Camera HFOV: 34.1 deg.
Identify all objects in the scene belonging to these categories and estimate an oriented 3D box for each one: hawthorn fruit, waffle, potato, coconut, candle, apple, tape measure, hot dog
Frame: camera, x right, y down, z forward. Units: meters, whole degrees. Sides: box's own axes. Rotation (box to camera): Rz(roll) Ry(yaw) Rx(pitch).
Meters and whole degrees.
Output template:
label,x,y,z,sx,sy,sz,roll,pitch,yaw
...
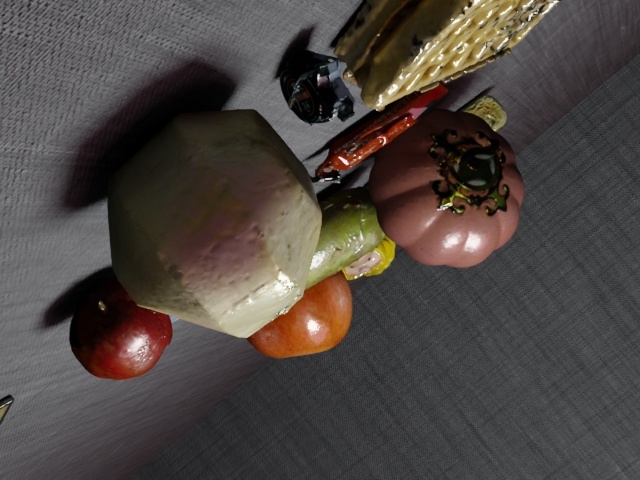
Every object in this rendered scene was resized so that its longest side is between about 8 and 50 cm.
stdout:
label,x,y,z,sx,sy,sz,roll,pitch,yaw
hawthorn fruit,-0.293,0.123,1.492,0.148,0.148,0.172,-37,162,-10
waffle,0.207,-0.314,1.352,0.376,0.114,0.261,-29,166,-46
potato,0.000,0.000,2.030,0.298,0.141,0.176,-29,156,-13
coconut,-0.124,-0.016,1.176,0.259,0.259,0.259,-37,171,-7
candle,0.095,-0.182,1.743,0.302,0.059,0.084,-37,159,-20
apple,-0.054,0.142,2.197,0.252,0.206,0.272,-26,-175,-31
tape measure,-0.007,-0.182,1.246,0.054,0.091,0.094,-32,-159,-26
hot dog,0.286,-0.219,2.219,0.242,0.084,0.073,-36,174,-15

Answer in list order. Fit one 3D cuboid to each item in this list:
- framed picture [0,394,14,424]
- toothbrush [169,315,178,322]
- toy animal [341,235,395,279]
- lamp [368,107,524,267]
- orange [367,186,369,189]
label,x,y,z,sx,sy,sz,roll,pitch,yaw
framed picture,-0.661,0.390,1.749,0.265,0.016,0.347,-31,168,-41
toothbrush,-0.172,0.079,2.054,0.413,0.042,0.035,-30,168,-34
toy animal,0.102,0.019,2.531,0.156,0.156,0.230,-40,161,10
lamp,0.227,-0.094,1.956,0.305,0.305,0.239,-34,-179,-26
orange,0.139,-0.100,2.225,0.083,0.083,0.083,-37,171,-7
